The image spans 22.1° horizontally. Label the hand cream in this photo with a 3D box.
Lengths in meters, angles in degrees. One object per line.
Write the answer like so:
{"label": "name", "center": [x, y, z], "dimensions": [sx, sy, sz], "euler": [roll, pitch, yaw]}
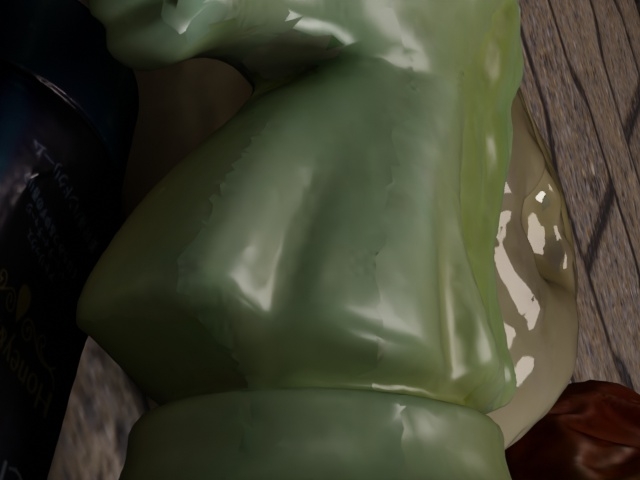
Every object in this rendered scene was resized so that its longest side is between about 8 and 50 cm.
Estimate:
{"label": "hand cream", "center": [-0.112, 0.040, 0.495], "dimensions": [0.120, 0.061, 0.270], "euler": [63, 29, -47]}

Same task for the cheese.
{"label": "cheese", "center": [0.024, 0.011, 0.712], "dimensions": [0.251, 0.173, 0.248], "euler": [56, 25, -54]}

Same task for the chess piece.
{"label": "chess piece", "center": [0.000, 0.000, 0.517], "dimensions": [0.176, 0.176, 0.298], "euler": [38, 49, -60]}

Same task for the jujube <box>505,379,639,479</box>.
{"label": "jujube", "center": [0.135, 0.239, 0.766], "dimensions": [0.216, 0.216, 0.342], "euler": [3, 93, -70]}
